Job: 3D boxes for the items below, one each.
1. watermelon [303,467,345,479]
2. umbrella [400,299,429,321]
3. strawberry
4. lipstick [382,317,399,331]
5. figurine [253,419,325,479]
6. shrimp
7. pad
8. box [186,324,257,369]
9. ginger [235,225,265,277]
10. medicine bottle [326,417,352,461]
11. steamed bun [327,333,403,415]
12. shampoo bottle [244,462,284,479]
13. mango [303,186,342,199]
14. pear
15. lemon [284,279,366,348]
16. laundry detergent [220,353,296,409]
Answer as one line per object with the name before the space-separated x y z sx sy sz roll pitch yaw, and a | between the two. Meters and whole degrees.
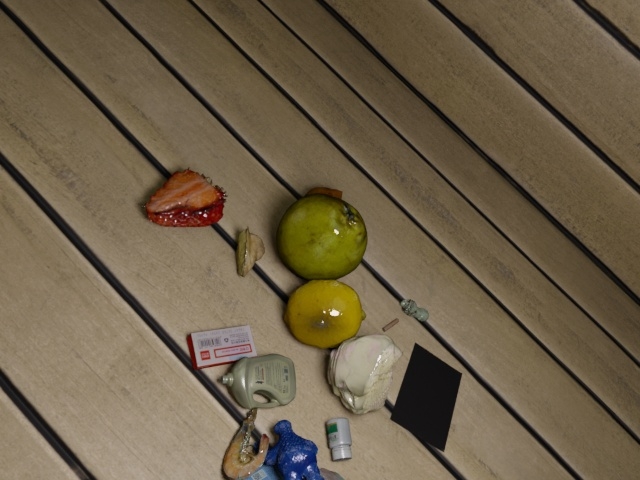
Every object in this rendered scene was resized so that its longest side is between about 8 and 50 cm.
watermelon | -0.009 0.807 1.666 0.207 0.136 0.202 -35 62 -18
umbrella | 0.401 0.297 2.264 0.143 0.062 0.067 33 80 -14
strawberry | -0.490 -0.120 2.007 0.253 0.150 0.280 22 49 13
lipstick | 0.291 0.349 2.193 0.094 0.019 0.019 -26 73 -38
figurine | -0.085 0.647 1.625 0.164 0.121 0.262 -15 36 -31
shrimp | -0.218 0.630 1.658 0.251 0.143 0.052 -77 149 -44
pad | 0.426 0.610 2.098 0.247 0.007 0.368 33 48 -5
box | -0.330 0.364 1.818 0.229 0.050 0.123 -4 62 -32
ginger | -0.265 0.061 2.035 0.122 0.115 0.193 21 60 -36
medicine bottle | 0.065 0.675 1.801 0.080 0.080 0.130 8 55 -24
steamed bun | 0.140 0.454 1.866 0.206 0.320 0.275 22 17 29
shampoo bottle | -0.190 0.746 1.612 0.258 0.061 0.104 -17 56 -40
mango | -0.008 -0.128 2.287 0.166 0.136 0.236 14 56 -3
pear | 0.000 0.000 2.032 0.351 0.413 0.352 9 69 -24
lemon | 0.013 0.265 1.933 0.260 0.284 0.261 38 40 -42
laundry detergent | -0.210 0.468 1.772 0.253 0.091 0.181 8 64 -31
